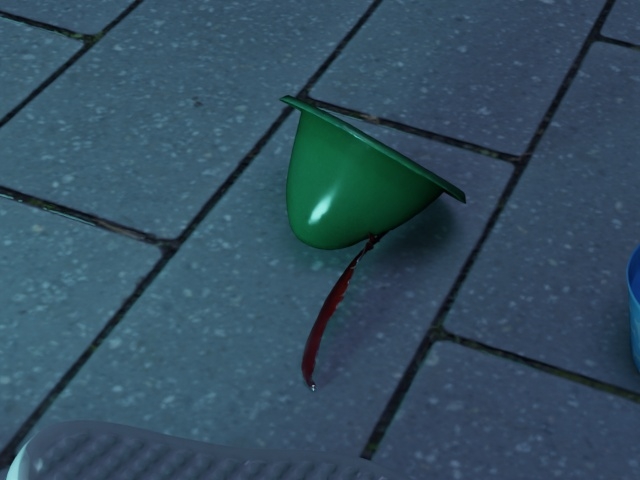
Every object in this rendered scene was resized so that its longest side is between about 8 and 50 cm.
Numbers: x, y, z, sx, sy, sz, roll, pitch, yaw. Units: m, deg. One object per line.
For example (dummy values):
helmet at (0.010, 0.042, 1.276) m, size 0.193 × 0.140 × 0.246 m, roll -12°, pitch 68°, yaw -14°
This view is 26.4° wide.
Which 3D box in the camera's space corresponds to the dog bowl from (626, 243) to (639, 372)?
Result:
dog bowl at (0.339, 0.100, 0.967) m, size 0.166 × 0.074 × 0.297 m, roll -19°, pitch 45°, yaw -26°

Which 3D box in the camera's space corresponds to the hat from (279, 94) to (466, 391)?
hat at (0.000, 0.000, 1.101) m, size 0.173 × 0.184 × 0.208 m, roll 29°, pitch 3°, yaw 19°

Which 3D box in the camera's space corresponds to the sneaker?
sneaker at (-0.042, 0.194, 0.791) m, size 0.321 × 0.127 × 0.126 m, roll 19°, pitch 40°, yaw -22°
